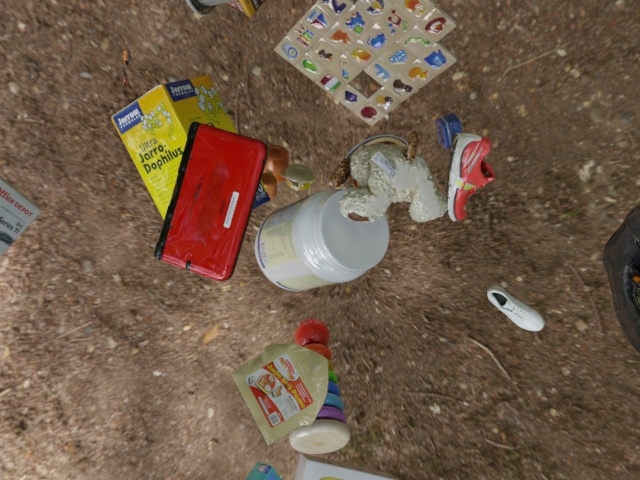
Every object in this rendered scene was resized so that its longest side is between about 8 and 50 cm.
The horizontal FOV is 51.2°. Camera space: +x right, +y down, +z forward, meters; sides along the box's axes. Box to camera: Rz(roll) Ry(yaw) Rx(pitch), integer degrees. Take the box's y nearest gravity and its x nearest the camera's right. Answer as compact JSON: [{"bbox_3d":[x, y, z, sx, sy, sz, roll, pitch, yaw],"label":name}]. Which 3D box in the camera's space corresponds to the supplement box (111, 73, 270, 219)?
[{"bbox_3d":[-0.315,-0.200,1.657,0.195,0.194,0.356,-22,99,33],"label":"supplement box"}]

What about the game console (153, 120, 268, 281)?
[{"bbox_3d":[-0.115,-0.043,0.693,0.124,0.085,0.144,18,95,14],"label":"game console"}]

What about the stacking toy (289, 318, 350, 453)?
[{"bbox_3d":[-0.015,0.334,1.614,0.141,0.141,0.330,-8,51,2],"label":"stacking toy"}]

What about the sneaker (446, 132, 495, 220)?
[{"bbox_3d":[0.388,-0.152,1.724,0.118,0.279,0.107,4,48,9],"label":"sneaker"}]

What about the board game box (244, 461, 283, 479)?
[{"bbox_3d":[-0.127,0.561,1.278,0.210,0.047,0.160,-50,122,-35],"label":"board game box"}]

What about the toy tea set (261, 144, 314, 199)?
[{"bbox_3d":[-0.193,-0.167,1.982,0.336,0.124,0.200,-17,52,-29],"label":"toy tea set"}]

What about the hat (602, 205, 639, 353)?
[{"bbox_3d":[0.659,0.077,1.195,0.134,0.331,0.331,-12,87,-10],"label":"hat"}]

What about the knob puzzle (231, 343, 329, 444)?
[{"bbox_3d":[-0.066,0.306,1.417,0.213,0.030,0.213,-3,72,10],"label":"knob puzzle"}]

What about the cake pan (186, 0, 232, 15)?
[{"bbox_3d":[-0.112,-0.404,0.744,0.054,0.293,0.293,3,88,4],"label":"cake pan"}]

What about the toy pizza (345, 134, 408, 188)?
[{"bbox_3d":[0.156,-0.199,1.807,0.201,0.201,0.032,-19,48,1],"label":"toy pizza"}]

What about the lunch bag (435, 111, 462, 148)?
[{"bbox_3d":[0.372,-0.315,1.947,0.065,0.067,0.098,-20,126,-1],"label":"lunch bag"}]

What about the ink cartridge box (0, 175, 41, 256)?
[{"bbox_3d":[-0.643,-0.028,1.225,0.087,0.153,0.208,32,77,20],"label":"ink cartridge box"}]

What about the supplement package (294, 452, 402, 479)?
[{"bbox_3d":[0.059,0.704,1.784,0.263,0.198,0.199,15,76,-4],"label":"supplement package"}]

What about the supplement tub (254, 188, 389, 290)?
[{"bbox_3d":[0.000,0.000,1.699,0.235,0.325,0.235,6,78,-30],"label":"supplement tub"}]

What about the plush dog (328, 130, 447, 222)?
[{"bbox_3d":[0.148,-0.161,1.536,0.262,0.225,0.210,-3,108,-23],"label":"plush dog"}]

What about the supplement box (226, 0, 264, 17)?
[{"bbox_3d":[-0.220,-0.756,1.827,0.191,0.129,0.194,34,80,22],"label":"supplement box"}]

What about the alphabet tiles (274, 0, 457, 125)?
[{"bbox_3d":[0.071,-0.279,0.958,0.198,0.237,0.009,35,54,-19],"label":"alphabet tiles"}]

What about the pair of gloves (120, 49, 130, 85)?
[{"bbox_3d":[-0.453,-0.402,1.555,0.010,0.074,0.083,4,109,-26],"label":"pair of gloves"}]

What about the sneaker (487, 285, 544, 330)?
[{"bbox_3d":[0.453,0.163,1.564,0.152,0.061,0.053,36,99,18],"label":"sneaker"}]
